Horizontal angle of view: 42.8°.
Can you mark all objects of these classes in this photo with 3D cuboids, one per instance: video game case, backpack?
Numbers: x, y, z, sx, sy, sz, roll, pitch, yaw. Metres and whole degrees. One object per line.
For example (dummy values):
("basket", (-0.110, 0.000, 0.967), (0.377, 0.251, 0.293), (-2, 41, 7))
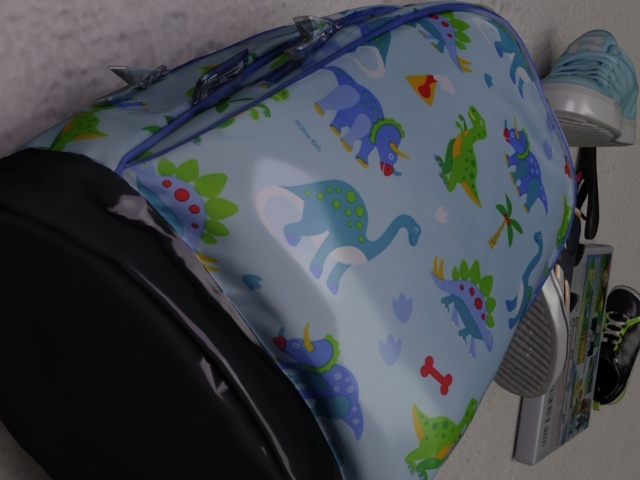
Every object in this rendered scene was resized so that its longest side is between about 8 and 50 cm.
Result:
("video game case", (0.400, 0.170, 1.324), (0.300, 0.036, 0.329), (0, 98, -57))
("backpack", (0.000, 0.000, 0.496), (0.290, 0.273, 0.355), (59, 32, -12))

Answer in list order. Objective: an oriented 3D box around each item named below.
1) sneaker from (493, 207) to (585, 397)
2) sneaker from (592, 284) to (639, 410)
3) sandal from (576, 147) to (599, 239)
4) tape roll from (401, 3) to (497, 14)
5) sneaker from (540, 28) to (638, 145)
("sneaker", (0.250, 0.034, 0.975), (0.127, 0.126, 0.321), (-38, 127, -39))
("sneaker", (0.543, 0.199, 1.503), (0.097, 0.084, 0.235), (5, 94, -56))
("sandal", (0.412, -0.082, 1.280), (0.067, 0.040, 0.179), (42, 49, -59))
("tape roll", (0.116, -0.113, 0.782), (0.219, 0.072, 0.219), (-19, 113, -53))
("sneaker", (0.328, -0.199, 1.047), (0.366, 0.135, 0.150), (-7, 97, -65))
